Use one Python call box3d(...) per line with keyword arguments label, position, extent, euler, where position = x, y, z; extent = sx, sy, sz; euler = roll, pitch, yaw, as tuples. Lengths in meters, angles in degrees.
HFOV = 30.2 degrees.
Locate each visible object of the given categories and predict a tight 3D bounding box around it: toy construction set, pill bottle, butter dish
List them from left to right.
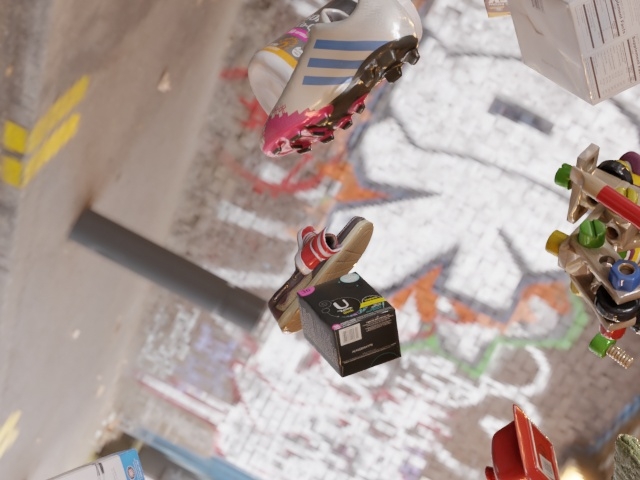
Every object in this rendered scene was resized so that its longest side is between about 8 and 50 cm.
box3d(label="pill bottle", position=(0.028, -0.310, 1.986), extent=(0.278, 0.162, 0.162), euler=(-39, 170, -22))
box3d(label="butter dish", position=(0.345, 0.398, 2.088), extent=(0.118, 0.160, 0.159), euler=(-25, -137, 21))
box3d(label="toy construction set", position=(0.377, -0.030, 1.574), extent=(0.257, 0.237, 0.309), euler=(-48, 151, -6))

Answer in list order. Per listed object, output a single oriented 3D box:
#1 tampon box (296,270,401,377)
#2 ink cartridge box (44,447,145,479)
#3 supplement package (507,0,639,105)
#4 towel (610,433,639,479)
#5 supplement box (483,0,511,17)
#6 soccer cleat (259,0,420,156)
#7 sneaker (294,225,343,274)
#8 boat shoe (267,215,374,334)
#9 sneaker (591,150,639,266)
box3d(label="tampon box", position=(0.049, 0.143, 2.062), extent=(0.161, 0.120, 0.101), euler=(42, -34, 56))
box3d(label="ink cartridge box", position=(-0.350, 0.413, 1.812), extent=(0.082, 0.139, 0.191), euler=(-19, 176, 34))
box3d(label="supplement package", position=(0.463, -0.396, 2.128), extent=(0.145, 0.204, 0.262), euler=(-26, -149, -8))
box3d(label="towel", position=(0.369, 0.297, 1.352), extent=(0.148, 0.027, 0.110), euler=(-118, -152, -68))
box3d(label="supplement box", position=(0.408, -0.608, 2.517), extent=(0.194, 0.129, 0.191), euler=(55, 37, -62))
box3d(label="soccer cleat", position=(0.013, -0.248, 1.731), extent=(0.116, 0.143, 0.331), euler=(-9, 159, -47))
box3d(label="sneaker", position=(0.000, 0.000, 1.712), extent=(0.067, 0.042, 0.118), euler=(-37, -160, 20))
box3d(label="boat shoe", position=(-0.008, 0.055, 2.289), extent=(0.285, 0.092, 0.103), euler=(-54, 157, 21))
box3d(label="sneaker", position=(0.448, -0.053, 1.778), extent=(0.069, 0.084, 0.185), euler=(-27, -126, 59))
